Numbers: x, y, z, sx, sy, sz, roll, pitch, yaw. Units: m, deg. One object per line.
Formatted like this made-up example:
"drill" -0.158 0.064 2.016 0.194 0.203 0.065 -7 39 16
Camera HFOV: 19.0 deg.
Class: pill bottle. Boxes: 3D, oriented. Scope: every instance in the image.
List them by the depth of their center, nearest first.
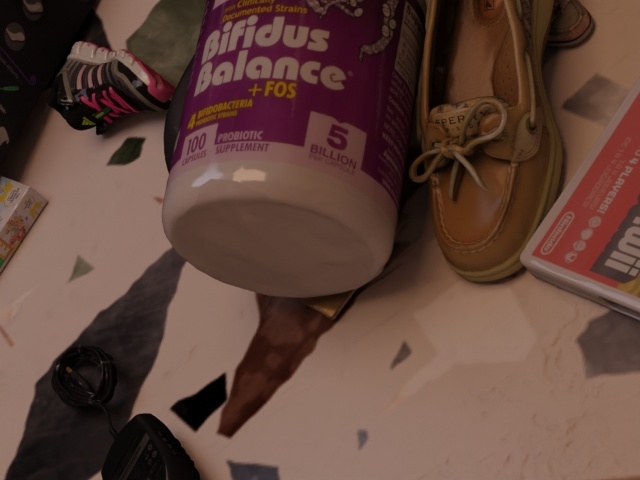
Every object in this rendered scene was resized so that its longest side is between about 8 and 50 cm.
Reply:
"pill bottle" -0.011 -0.124 1.414 0.169 0.169 0.301 -11 56 33

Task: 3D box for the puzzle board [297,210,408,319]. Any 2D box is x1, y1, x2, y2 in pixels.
"puzzle board" 0.000 0.000 1.454 0.128 0.011 0.096 29 80 48

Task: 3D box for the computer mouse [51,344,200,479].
"computer mouse" -0.147 0.147 1.447 0.071 0.041 0.242 -58 35 12

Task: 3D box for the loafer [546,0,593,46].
"loafer" 0.154 -0.184 1.447 0.045 0.039 0.125 -47 42 -3

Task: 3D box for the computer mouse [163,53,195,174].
"computer mouse" -0.063 -0.147 1.571 0.188 0.072 0.272 -1 59 37

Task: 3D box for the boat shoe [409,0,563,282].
"boat shoe" 0.110 -0.111 1.369 0.105 0.089 0.285 -12 64 31

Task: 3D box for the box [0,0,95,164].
"box" -0.340 -0.190 1.755 0.165 0.143 0.270 -2 51 38

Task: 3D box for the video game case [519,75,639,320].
"video game case" 0.285 -0.023 1.231 0.285 0.025 0.204 24 76 46

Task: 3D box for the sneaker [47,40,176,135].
"sneaker" -0.185 -0.124 1.658 0.170 0.063 0.075 20 74 53

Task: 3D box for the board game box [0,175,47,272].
"board game box" -0.319 0.011 1.691 0.103 0.026 0.154 18 71 45
